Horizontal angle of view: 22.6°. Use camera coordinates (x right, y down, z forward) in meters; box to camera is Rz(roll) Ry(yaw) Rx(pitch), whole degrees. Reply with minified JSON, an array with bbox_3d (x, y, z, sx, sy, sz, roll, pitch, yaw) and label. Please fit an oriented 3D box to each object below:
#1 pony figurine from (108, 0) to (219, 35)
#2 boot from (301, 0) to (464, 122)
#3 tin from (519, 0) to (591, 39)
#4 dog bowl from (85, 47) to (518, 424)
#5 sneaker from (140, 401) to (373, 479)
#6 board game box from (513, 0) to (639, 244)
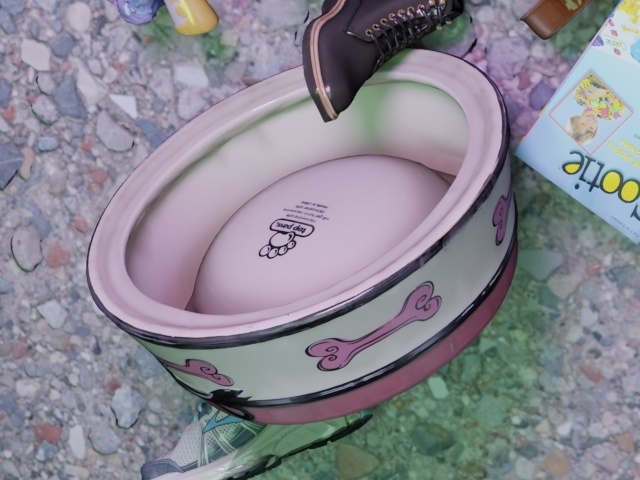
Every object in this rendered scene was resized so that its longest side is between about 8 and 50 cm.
[{"bbox_3d":[-0.162,-0.379,1.500,0.351,0.303,0.363,-2,126,21],"label":"pony figurine"},{"bbox_3d":[0.064,-0.192,1.490,0.137,0.198,0.077,-11,128,20],"label":"boot"},{"bbox_3d":[0.259,-0.254,1.446,0.040,0.106,0.190,44,117,-5],"label":"tin"},{"bbox_3d":[0.000,0.000,1.475,0.408,0.408,0.150,-10,127,23],"label":"dog bowl"},{"bbox_3d":[-0.080,0.189,1.722,0.283,0.110,0.122,-26,77,23],"label":"sneaker"},{"bbox_3d":[0.318,-0.158,1.429,0.144,0.142,0.275,37,115,7],"label":"board game box"}]
